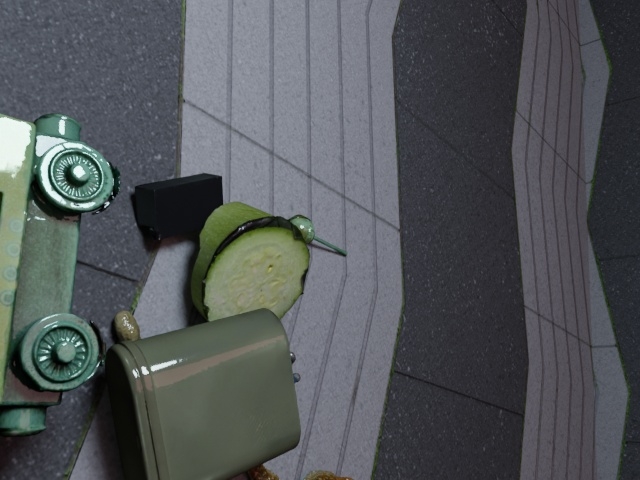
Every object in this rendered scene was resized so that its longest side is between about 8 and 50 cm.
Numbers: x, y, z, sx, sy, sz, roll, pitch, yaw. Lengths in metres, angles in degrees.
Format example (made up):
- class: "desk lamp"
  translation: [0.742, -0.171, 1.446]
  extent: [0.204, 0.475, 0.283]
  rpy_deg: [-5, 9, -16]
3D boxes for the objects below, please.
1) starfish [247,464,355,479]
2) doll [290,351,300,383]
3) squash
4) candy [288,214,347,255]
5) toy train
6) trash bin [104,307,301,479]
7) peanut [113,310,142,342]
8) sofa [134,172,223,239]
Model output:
- class: "starfish"
  translation: [-0.056, 0.517, 1.100]
  extent: [0.301, 0.084, 0.294]
  rpy_deg: [36, 54, -44]
- class: "doll"
  translation: [-0.089, 0.247, 1.131]
  extent: [0.114, 0.085, 0.152]
  rpy_deg: [38, 42, -21]
- class: "squash"
  translation: [-0.134, 0.047, 1.101]
  extent: [0.220, 0.133, 0.220]
  rpy_deg: [-26, 128, -40]
- class: "candy"
  translation: [0.000, 0.000, 1.327]
  extent: [0.202, 0.061, 0.061]
  rpy_deg: [26, 62, -53]
- class: "toy train"
  translation: [-0.388, 0.025, 0.777]
  extent: [0.253, 0.160, 0.398]
  rpy_deg: [12, 73, -39]
- class: "trash bin"
  translation: [-0.163, 0.234, 0.957]
  extent: [0.247, 0.121, 0.244]
  rpy_deg: [-14, 100, -35]
- class: "peanut"
  translation: [-0.275, 0.142, 0.968]
  extent: [0.037, 0.037, 0.083]
  rpy_deg: [-39, 108, -47]
- class: "sofa"
  translation: [-0.226, -0.056, 1.067]
  extent: [0.147, 0.060, 0.085]
  rpy_deg: [-21, 114, -50]
